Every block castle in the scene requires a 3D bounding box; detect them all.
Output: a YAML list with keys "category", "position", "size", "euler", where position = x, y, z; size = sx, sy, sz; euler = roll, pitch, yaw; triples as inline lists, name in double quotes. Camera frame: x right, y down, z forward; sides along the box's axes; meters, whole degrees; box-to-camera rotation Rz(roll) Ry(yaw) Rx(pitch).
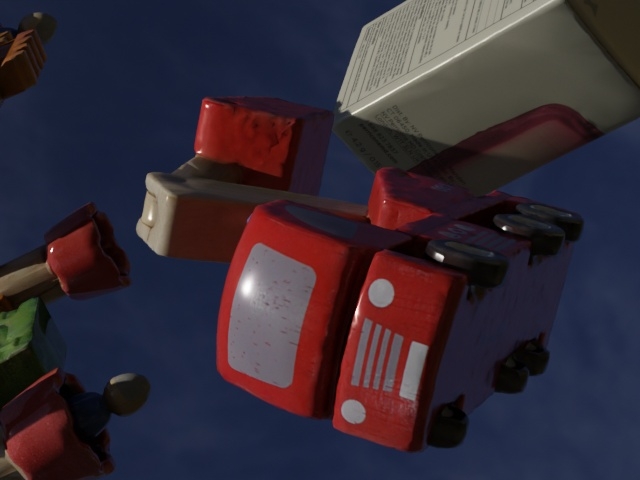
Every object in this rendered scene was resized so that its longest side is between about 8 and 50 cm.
- category: "block castle"
  position: [-0.266, -0.008, 1.332]
  size: [0.212, 0.453, 0.303]
  euler: [-25, -71, 5]

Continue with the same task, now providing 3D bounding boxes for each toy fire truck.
- category: "toy fire truck"
  position: [0.000, 0.000, 0.469]
  size: [0.192, 0.135, 0.047]
  euler: [-19, -56, -68]

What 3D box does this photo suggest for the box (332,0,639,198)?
- category: "box"
  position: [0.143, -0.139, 1.334]
  size: [0.127, 0.232, 0.149]
  euler: [46, -142, -24]
